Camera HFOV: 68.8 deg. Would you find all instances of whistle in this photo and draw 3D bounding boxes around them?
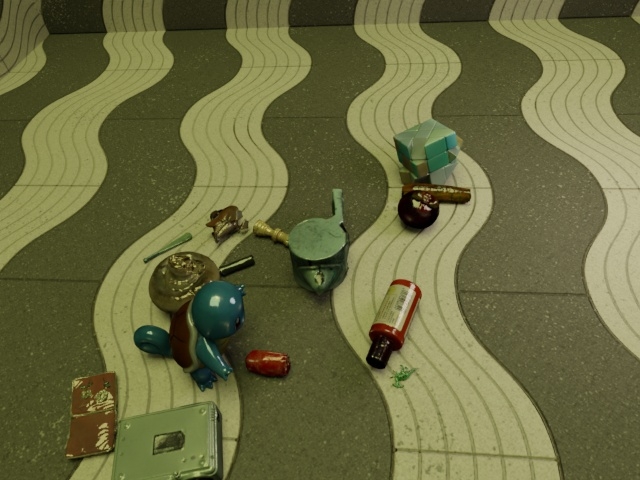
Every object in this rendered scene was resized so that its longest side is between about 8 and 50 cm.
[{"bbox_3d":[0.032,-0.002,1.566,0.188,0.168,0.405,21,53,23],"label":"whistle"}]

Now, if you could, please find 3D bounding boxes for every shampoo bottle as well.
[{"bbox_3d":[0.208,0.246,1.367,0.104,0.104,0.278,17,51,19],"label":"shampoo bottle"}]

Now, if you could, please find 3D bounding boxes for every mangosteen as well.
[{"bbox_3d":[0.350,-0.118,1.659,0.152,0.152,0.152,-3,48,3],"label":"mangosteen"}]

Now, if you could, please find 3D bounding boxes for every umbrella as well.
[{"bbox_3d":[-0.289,0.087,1.607,0.133,0.031,0.036,-21,48,-12],"label":"umbrella"}]

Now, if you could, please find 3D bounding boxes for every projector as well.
[{"bbox_3d":[-0.380,0.524,1.170,0.256,0.099,0.192,-10,49,-3],"label":"projector"}]

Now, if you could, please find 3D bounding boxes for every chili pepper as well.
[{"bbox_3d":[-0.151,0.348,1.332,0.123,0.073,0.070,4,81,12],"label":"chili pepper"}]

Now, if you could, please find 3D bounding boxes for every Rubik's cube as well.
[{"bbox_3d":[0.423,-0.331,1.817,0.265,0.213,0.224,-25,35,-3],"label":"Rubik's cube"}]

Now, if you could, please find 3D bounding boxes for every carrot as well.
[{"bbox_3d":[0.436,-0.176,1.761,0.260,0.070,0.070,5,48,6],"label":"carrot"}]

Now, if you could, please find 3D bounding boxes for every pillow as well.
[{"bbox_3d":[-0.619,0.473,1.276,0.126,0.043,0.232,-13,49,-8],"label":"pillow"}]

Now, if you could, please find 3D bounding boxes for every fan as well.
[{"bbox_3d":[-0.554,0.026,1.697,0.193,0.016,0.038,-33,50,-24],"label":"fan"}]

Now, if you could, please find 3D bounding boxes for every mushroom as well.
[{"bbox_3d":[-0.432,0.128,1.484,0.226,0.178,0.226,3,52,-4],"label":"mushroom"}]

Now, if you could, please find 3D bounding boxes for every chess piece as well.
[{"bbox_3d":[-0.158,-0.021,1.680,0.172,0.060,0.060,22,53,20],"label":"chess piece"}]

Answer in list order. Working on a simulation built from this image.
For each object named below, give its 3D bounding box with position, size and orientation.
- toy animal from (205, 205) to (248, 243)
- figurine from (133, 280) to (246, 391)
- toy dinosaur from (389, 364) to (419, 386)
[{"bbox_3d":[-0.366,-0.062,1.723,0.179,0.089,0.188,4,46,32],"label":"toy animal"},{"bbox_3d":[-0.328,0.253,1.314,0.416,0.243,0.298,-30,31,34],"label":"figurine"},{"bbox_3d":[0.235,0.378,1.301,0.083,0.021,0.062,1,55,11],"label":"toy dinosaur"}]
